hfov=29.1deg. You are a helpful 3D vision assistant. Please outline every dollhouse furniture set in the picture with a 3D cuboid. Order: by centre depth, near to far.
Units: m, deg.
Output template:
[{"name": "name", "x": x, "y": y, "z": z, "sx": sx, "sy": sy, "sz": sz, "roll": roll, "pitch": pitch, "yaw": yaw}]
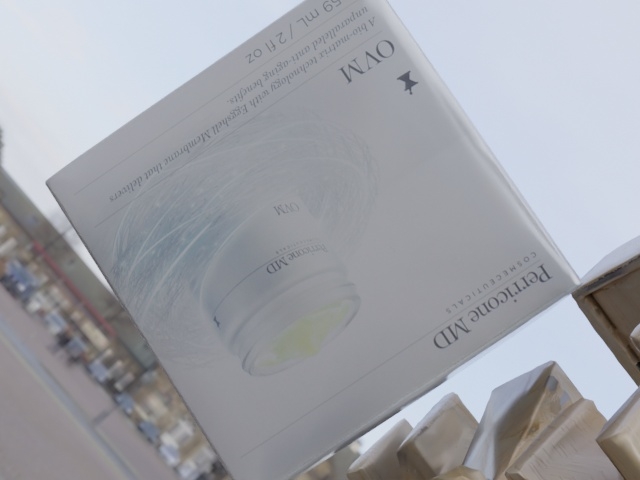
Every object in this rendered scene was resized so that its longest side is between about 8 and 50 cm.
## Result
[{"name": "dollhouse furniture set", "x": 0.217, "y": 0.169, "z": 0.764, "sx": 0.256, "sy": 0.394, "sz": 0.362, "roll": 53, "pitch": -41, "yaw": 1}]

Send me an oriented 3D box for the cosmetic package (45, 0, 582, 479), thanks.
[{"name": "cosmetic package", "x": 0.000, "y": 0.000, "z": 0.744, "sx": 0.224, "sy": 0.224, "sz": 0.138, "roll": 56, "pitch": 4, "yaw": 7}]
